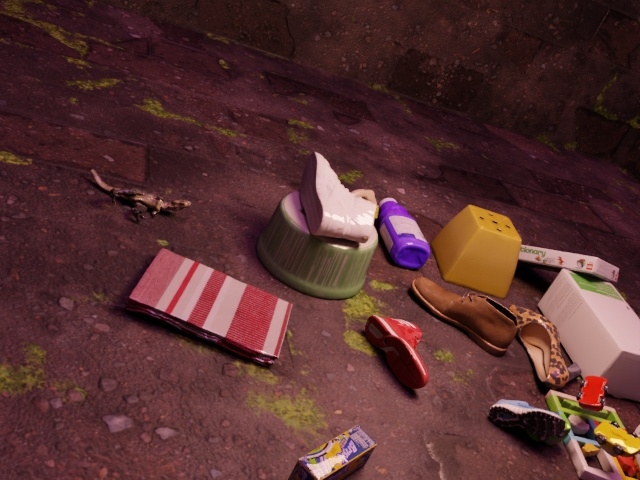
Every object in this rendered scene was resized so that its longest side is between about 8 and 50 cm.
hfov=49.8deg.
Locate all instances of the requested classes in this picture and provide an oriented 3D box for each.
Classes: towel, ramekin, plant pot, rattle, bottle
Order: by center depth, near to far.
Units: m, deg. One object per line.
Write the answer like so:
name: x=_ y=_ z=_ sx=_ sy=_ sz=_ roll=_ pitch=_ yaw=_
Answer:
towel: x=-0.229 y=0.139 z=1.490 sx=0.329 sy=0.037 sz=0.237 roll=24 pitch=26 yaw=-5
ramekin: x=0.000 y=0.000 z=1.781 sx=0.303 sy=0.148 sz=0.303 roll=19 pitch=29 yaw=-11
rattle: x=0.064 y=-0.088 z=2.071 sx=0.200 sy=0.130 sz=0.143 roll=-29 pitch=42 yaw=-25
bottle: x=0.237 y=-0.030 z=2.074 sx=0.118 sy=0.092 sz=0.283 roll=13 pitch=30 yaw=-21
plant pot: x=0.484 y=0.019 z=2.082 sx=0.212 sy=0.187 sz=0.212 roll=18 pitch=29 yaw=-14

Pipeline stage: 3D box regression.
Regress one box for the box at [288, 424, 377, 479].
box: x=0.023 y=0.393 z=1.224 sx=0.054 sy=0.059 sz=0.169 roll=40 pitch=32 yaw=29

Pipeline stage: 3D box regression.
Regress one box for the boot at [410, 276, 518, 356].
boot: x=0.383 y=0.170 z=1.828 sx=0.305 sy=0.115 sz=0.112 roll=34 pitch=31 yaw=19

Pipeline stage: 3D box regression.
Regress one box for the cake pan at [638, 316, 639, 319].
cake pan: x=1.000 y=0.329 z=1.932 sx=0.293 sy=0.054 sz=0.293 roll=53 pitch=12 yaw=-17

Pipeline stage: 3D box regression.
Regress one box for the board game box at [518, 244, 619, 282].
board game box: x=0.746 y=0.068 z=2.157 sx=0.305 sy=0.053 sz=0.193 roll=12 pitch=-4 yaw=42

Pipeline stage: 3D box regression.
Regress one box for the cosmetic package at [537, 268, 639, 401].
cosmetic package: x=0.792 y=0.262 z=1.944 sx=0.197 sy=0.155 sz=0.365 roll=16 pitch=28 yaw=-19

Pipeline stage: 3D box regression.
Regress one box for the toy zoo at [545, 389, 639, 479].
toy zoo: x=0.648 y=0.479 z=1.590 sx=0.192 sy=0.030 sz=0.293 roll=17 pitch=29 yaw=-13

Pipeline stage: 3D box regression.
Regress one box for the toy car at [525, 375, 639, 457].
toy car: x=0.571 y=0.415 z=1.550 sx=0.225 sy=0.053 sz=0.239 roll=-12 pitch=30 yaw=3

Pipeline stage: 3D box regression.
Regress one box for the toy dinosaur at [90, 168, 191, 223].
toy dinosaur: x=-0.461 y=-0.104 z=1.703 sx=0.268 sy=0.064 sz=0.118 roll=20 pitch=22 yaw=-3

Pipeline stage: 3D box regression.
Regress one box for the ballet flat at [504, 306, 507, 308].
ballet flat: x=0.503 y=0.218 z=1.919 sx=0.041 sy=0.041 sz=0.114 roll=25 pitch=27 yaw=0

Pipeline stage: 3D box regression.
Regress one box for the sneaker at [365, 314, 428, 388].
sneaker: x=0.210 y=0.247 z=1.592 sx=0.128 sy=0.087 sz=0.221 roll=1 pitch=37 yaw=-35

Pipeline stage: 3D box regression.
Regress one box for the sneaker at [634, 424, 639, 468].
sneaker: x=0.822 y=0.557 z=1.494 sx=0.150 sy=0.135 sz=0.366 roll=21 pitch=34 yaw=-58

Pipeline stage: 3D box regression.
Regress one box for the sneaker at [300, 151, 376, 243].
sneaker: x=0.047 y=-0.100 z=1.732 sx=0.169 sy=0.108 sz=0.292 roll=14 pitch=40 yaw=-21

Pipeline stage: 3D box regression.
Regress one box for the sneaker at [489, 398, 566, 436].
sneaker: x=0.463 y=0.382 z=1.533 sx=0.162 sy=0.063 sz=0.073 roll=11 pitch=22 yaw=24

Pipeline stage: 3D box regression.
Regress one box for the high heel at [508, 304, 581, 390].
high heel: x=0.559 y=0.271 z=1.804 sx=0.186 sy=0.093 sz=0.261 roll=-3 pitch=47 yaw=-51
